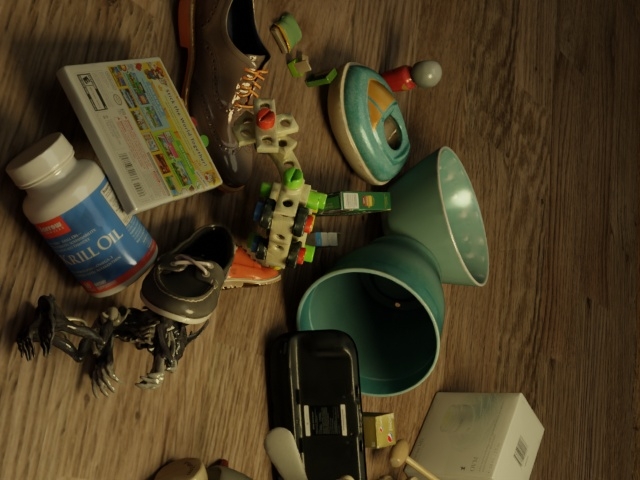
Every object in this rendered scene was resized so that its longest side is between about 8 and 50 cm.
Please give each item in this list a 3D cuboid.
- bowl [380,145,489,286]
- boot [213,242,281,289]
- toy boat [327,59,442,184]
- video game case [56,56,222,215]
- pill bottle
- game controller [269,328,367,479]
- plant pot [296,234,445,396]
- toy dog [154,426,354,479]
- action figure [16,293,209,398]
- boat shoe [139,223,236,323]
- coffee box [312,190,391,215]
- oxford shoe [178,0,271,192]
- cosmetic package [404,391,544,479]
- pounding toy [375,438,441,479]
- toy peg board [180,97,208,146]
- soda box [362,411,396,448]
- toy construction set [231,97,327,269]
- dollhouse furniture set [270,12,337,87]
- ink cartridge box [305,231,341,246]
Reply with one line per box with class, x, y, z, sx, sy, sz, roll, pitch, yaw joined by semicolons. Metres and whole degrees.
bowl;0.240;-0.033;1.836;0.311;0.163;0.311;47;34;-47
boot;-0.131;0.043;1.493;0.158;0.059;0.084;2;78;-49
toy boat;0.143;-0.289;1.799;0.318;0.148;0.267;-54;127;-40
video game case;-0.262;-0.162;1.255;0.206;0.026;0.226;-27;89;-56
pill bottle;-0.339;-0.037;1.196;0.221;0.124;0.124;57;46;-27
game controller;-0.005;0.320;1.518;0.067;0.167;0.318;10;75;-78
plant pot;0.123;0.118;1.648;0.271;0.272;0.255;68;27;-18
toy dog;-0.087;0.398;1.331;0.161;0.334;0.220;-58;155;-59
action figure;-0.284;0.155;1.216;0.276;0.164;0.140;12;63;-40
boat shoe;-0.191;0.038;1.265;0.335;0.112;0.095;-86;-165;-81
coffee box;0.048;-0.071;1.675;0.184;0.113;0.040;-4;87;-56
oxford shoe;-0.154;-0.262;1.442;0.130;0.133;0.363;-16;101;-52
cosmetic package;0.340;0.462;1.872;0.138;0.225;0.224;54;47;-27
pounding toy;0.174;0.556;1.709;0.154;0.155;0.269;-34;111;-52
toy peg board;-0.263;-0.182;1.345;0.161;0.079;0.160;-39;115;-47
soda box;0.048;0.348;1.564;0.061;0.181;0.058;3;81;-52
toy construction set;-0.059;-0.077;1.423;0.327;0.151;0.215;78;22;-55
dollhouse furniture set;-0.031;-0.377;1.673;0.076;0.059;0.151;-54;125;-41
ink cartridge box;0.000;0.000;1.663;0.083;0.048;0.028;0;85;-50
